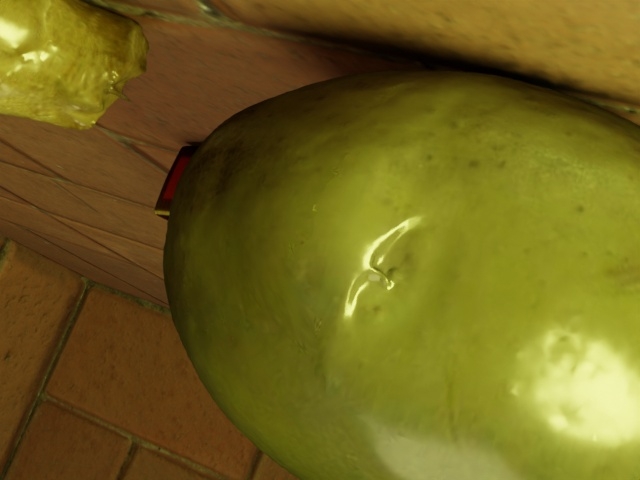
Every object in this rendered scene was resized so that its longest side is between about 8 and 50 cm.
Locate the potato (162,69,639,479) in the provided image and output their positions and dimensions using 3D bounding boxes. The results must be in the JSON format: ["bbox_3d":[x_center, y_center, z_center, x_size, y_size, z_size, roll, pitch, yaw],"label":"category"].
[{"bbox_3d":[0.082,0.039,0.577,0.326,0.221,0.243,28,172,-5],"label":"potato"}]

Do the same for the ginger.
[{"bbox_3d":[-0.293,-0.175,0.696,0.375,0.166,0.236,-2,130,5],"label":"ginger"}]

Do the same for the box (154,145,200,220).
[{"bbox_3d":[0.000,0.001,1.008,0.239,0.074,0.153,28,173,-30],"label":"box"}]
